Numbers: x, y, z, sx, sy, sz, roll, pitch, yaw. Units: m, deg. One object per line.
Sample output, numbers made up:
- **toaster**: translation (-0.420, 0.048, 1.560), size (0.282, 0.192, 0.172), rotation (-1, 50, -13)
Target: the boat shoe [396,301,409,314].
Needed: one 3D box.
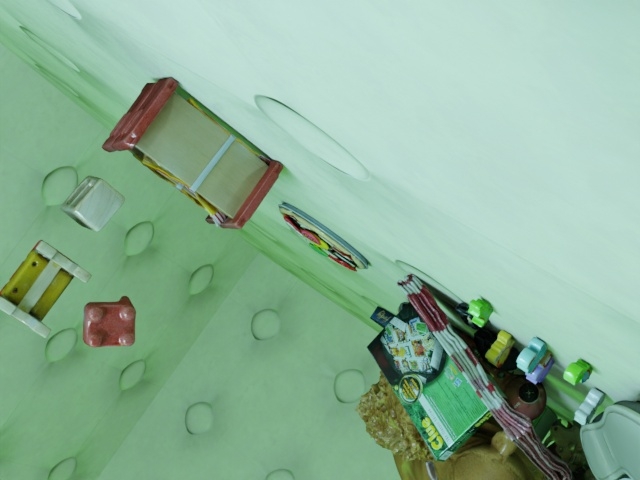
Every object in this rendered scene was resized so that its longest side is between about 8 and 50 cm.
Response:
- **boat shoe**: translation (0.207, 0.178, 1.776), size (0.152, 0.056, 0.049), rotation (40, 176, 15)

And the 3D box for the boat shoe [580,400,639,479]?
- **boat shoe**: translation (0.389, 0.235, 1.071), size (0.335, 0.095, 0.112), rotation (78, 173, -77)

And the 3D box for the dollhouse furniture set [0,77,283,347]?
- **dollhouse furniture set**: translation (-0.247, -0.017, 1.232), size (0.201, 0.374, 0.152), rotation (39, 169, -22)

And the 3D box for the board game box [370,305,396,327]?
- **board game box**: translation (0.250, 0.259, 2.353), size (0.165, 0.042, 0.243), rotation (38, 174, -28)

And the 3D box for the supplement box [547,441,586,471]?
- **supplement box**: translation (0.579, 0.502, 1.976), size (0.188, 0.104, 0.081), rotation (38, -158, -25)

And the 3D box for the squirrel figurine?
- **squirrel figurine**: translation (0.238, 0.389, 1.688), size (0.397, 0.281, 0.370), rotation (40, -179, -2)

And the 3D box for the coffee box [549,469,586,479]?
- **coffee box**: translation (0.529, 0.562, 1.827), size (0.297, 0.168, 0.119), rotation (2, 132, 28)

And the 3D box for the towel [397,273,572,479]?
- **towel**: translation (0.248, 0.207, 1.376), size (0.237, 0.037, 0.329), rotation (47, -173, -49)

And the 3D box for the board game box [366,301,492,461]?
- **board game box**: translation (0.186, 0.233, 1.564), size (0.030, 0.136, 0.260), rotation (26, -155, -46)

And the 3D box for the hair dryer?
- **hair dryer**: translation (0.305, 0.242, 1.625), size (0.223, 0.080, 0.293), rotation (37, 175, -24)

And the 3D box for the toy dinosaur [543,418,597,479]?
- **toy dinosaur**: translation (0.520, 0.487, 1.713), size (0.200, 0.296, 0.127), rotation (-7, 127, 19)

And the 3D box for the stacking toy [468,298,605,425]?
- **stacking toy**: translation (0.283, 0.163, 1.209), size (0.167, 0.052, 0.221), rotation (32, 173, 30)

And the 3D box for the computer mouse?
- **computer mouse**: translation (0.250, 0.153, 1.386), size (0.071, 0.041, 0.242), rotation (33, 174, 38)

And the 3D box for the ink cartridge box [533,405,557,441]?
- **ink cartridge box**: translation (0.386, 0.384, 2.002), size (0.208, 0.153, 0.087), rotation (33, 175, 39)

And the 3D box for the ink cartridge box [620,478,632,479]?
- **ink cartridge box**: translation (0.509, 0.424, 1.426), size (0.130, 0.272, 0.309), rotation (2, 167, 13)

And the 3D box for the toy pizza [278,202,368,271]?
- **toy pizza**: translation (0.000, 0.000, 1.662), size (0.201, 0.032, 0.201), rotation (35, 175, 3)
